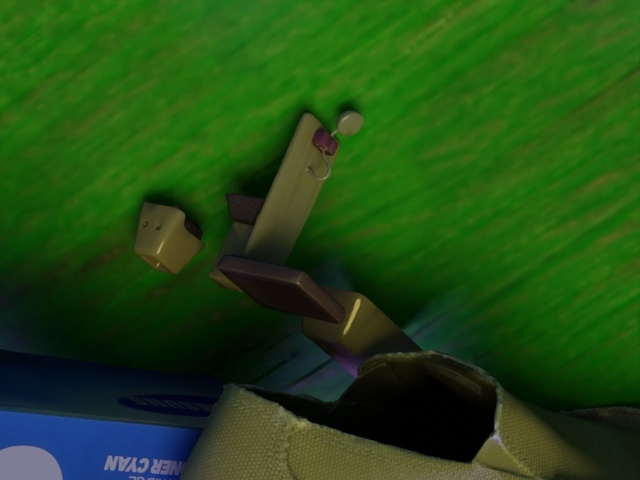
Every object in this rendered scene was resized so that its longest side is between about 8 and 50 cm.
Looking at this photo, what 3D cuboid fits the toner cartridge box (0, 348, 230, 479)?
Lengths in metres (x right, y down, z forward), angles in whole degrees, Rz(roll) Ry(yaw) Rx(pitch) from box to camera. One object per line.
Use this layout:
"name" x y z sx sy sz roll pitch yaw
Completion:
"toner cartridge box" -0.162 0.118 0.660 0.348 0.075 0.165 11 101 -46

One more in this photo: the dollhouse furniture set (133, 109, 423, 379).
"dollhouse furniture set" 0.000 0.000 0.769 0.114 0.091 0.081 43 65 -47

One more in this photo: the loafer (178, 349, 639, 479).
"loafer" 0.059 0.089 0.733 0.268 0.102 0.092 -4 108 -40
